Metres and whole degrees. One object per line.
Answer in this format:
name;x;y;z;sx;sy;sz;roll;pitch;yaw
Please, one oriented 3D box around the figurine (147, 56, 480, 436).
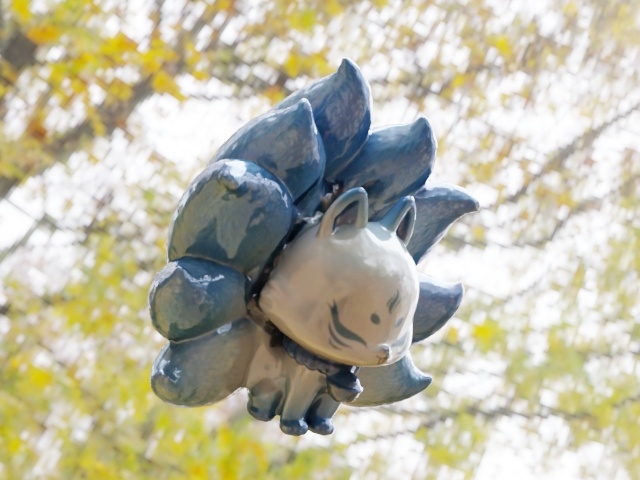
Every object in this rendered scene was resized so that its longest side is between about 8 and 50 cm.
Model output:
figurine;0.000;0.000;0.521;0.079;0.114;0.114;37;-23;53
